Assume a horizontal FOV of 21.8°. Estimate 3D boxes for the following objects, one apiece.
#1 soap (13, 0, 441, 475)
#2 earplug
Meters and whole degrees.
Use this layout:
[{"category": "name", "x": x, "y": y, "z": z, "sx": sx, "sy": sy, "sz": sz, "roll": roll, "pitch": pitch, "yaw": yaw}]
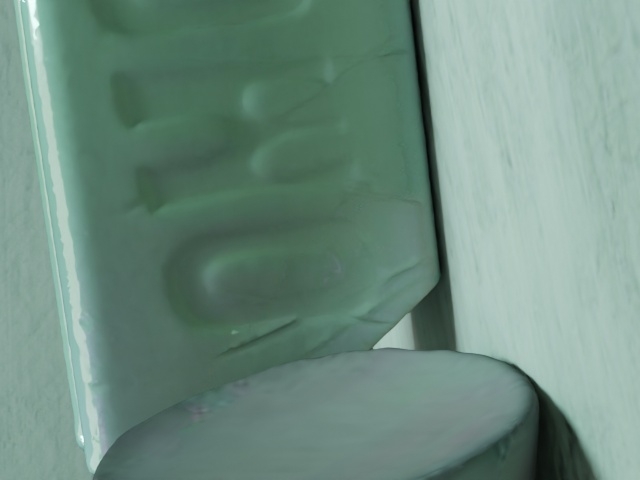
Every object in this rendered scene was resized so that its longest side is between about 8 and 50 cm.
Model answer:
[{"category": "soap", "x": -0.043, "y": -0.049, "z": 0.756, "sx": 0.095, "sy": 0.172, "sz": 0.290, "roll": -158, "pitch": 60, "yaw": -78}, {"category": "earplug", "x": 0.025, "y": 0.213, "z": 0.662, "sx": 0.172, "sy": 0.172, "sz": 0.301, "roll": -136, "pitch": 34, "yaw": -74}]
